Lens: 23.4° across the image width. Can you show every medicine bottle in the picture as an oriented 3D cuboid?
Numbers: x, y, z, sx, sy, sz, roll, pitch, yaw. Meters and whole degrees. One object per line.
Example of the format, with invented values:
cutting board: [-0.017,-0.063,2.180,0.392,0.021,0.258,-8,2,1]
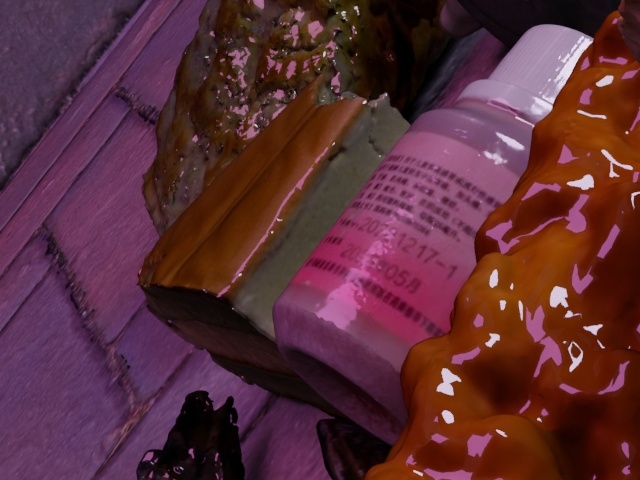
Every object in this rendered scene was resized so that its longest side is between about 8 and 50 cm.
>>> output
medicine bottle: [0.091,-0.003,0.900,0.247,0.147,0.147,-52,19,-15]

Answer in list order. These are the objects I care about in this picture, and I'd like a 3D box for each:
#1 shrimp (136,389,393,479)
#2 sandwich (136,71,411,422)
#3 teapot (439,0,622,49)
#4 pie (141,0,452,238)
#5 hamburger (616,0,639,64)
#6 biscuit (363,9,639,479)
shrimp: [-0.037,0.196,0.937,0.272,0.085,0.445,-42,24,12]
sandwich: [0.000,0.000,1.084,0.198,0.155,0.227,-55,20,-14]
teapot: [0.197,-0.240,1.070,0.239,0.321,0.239,-39,58,-11]
pie: [-0.034,-0.156,1.396,0.418,0.180,0.395,-59,21,-1]
hamburger: [0.264,-0.071,0.434,0.330,0.162,0.209,29,83,39]
biscuit: [0.087,0.092,0.658,0.318,0.111,0.312,94,-158,-58]
